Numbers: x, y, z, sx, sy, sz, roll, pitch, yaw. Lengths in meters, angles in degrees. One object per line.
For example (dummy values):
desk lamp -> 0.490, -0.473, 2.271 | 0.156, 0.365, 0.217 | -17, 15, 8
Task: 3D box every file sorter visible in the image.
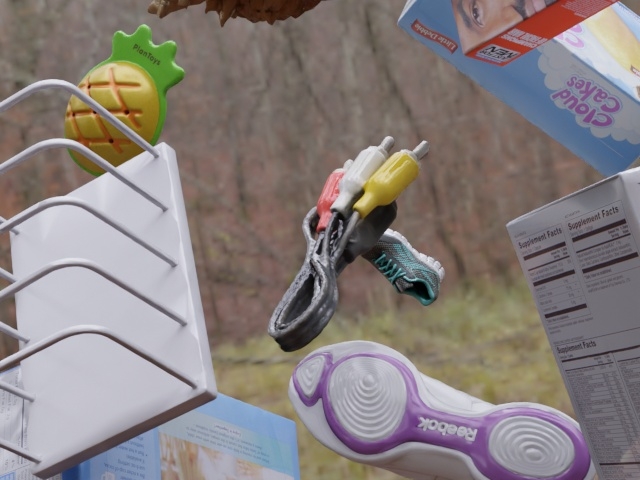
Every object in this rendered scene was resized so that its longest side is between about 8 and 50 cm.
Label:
file sorter -> -0.237, 0.031, 1.272 | 0.193, 0.277, 0.173 | -27, -36, 19

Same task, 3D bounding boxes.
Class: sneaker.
sneaker -> 0.119, 0.041, 2.158 | 0.166, 0.076, 0.065 | 28, -52, -20
sneaker -> 0.108, 0.192, 1.327 | 0.305, 0.114, 0.152 | 20, -23, 24

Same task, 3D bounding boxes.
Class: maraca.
maraca -> -0.233, -0.162, 1.688 | 0.127, 0.185, 0.099 | 32, 8, 16

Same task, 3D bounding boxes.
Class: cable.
cable -> 0.000, 0.000, 1.360 | 0.139, 0.072, 0.287 | -15, 23, 39

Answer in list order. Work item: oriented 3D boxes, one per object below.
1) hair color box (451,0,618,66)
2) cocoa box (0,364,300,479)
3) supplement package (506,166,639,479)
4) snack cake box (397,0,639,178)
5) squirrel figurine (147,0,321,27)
hair color box -> 0.179, -0.215, 1.121 | 0.053, 0.093, 0.167 | 7, -26, -43
cocoa box -> -0.204, 0.280, 1.479 | 0.228, 0.231, 0.347 | -24, -33, 30
supplement package -> 0.309, 0.063, 1.111 | 0.199, 0.262, 0.198 | -19, -4, -19
snack cake box -> 0.216, -0.196, 1.388 | 0.089, 0.264, 0.152 | -49, 11, 37
squirrel figurine -> -0.006, -0.305, 0.659 | 0.281, 0.397, 0.370 | -11, -5, 21
